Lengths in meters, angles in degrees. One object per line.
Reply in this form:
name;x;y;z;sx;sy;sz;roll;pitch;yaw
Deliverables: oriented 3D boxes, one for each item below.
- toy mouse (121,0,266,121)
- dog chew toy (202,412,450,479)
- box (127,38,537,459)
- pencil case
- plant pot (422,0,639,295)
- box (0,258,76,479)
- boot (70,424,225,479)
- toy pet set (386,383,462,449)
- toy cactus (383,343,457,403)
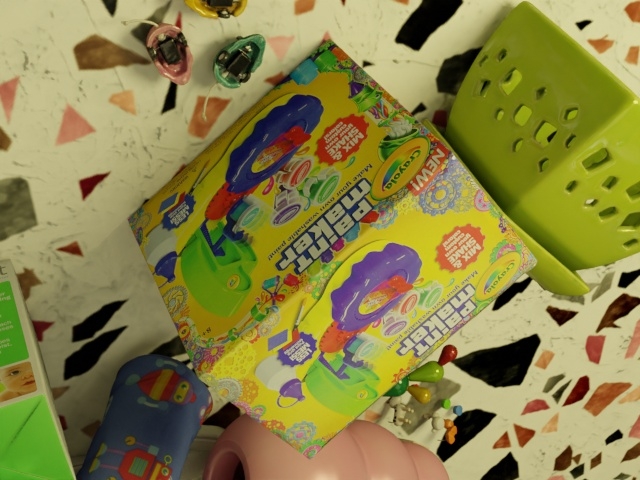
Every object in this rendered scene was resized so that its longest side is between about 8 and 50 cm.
toy mouse;-0.113;-0.187;0.941;0.161;0.031;0.143;-9;124;-20
dog chew toy;0.025;0.307;1.186;0.332;0.206;0.206;11;116;-35
box;0.000;0.000;0.962;0.290;0.279;0.177;-42;129;4
pencil case;-0.212;0.270;1.041;0.119;0.306;0.133;30;136;-13
plant pot;0.255;-0.086;1.069;0.207;0.228;0.227;-44;132;15
box;-0.389;0.157;0.907;0.262;0.231;0.127;-16;127;-15
boot;-0.213;0.309;1.162;0.258;0.123;0.095;-12;125;-19
toy pet set;0.128;0.266;1.357;0.122;0.065;0.114;32;69;-40
toy cactus;0.060;0.182;1.238;0.219;0.112;0.180;4;129;-38
